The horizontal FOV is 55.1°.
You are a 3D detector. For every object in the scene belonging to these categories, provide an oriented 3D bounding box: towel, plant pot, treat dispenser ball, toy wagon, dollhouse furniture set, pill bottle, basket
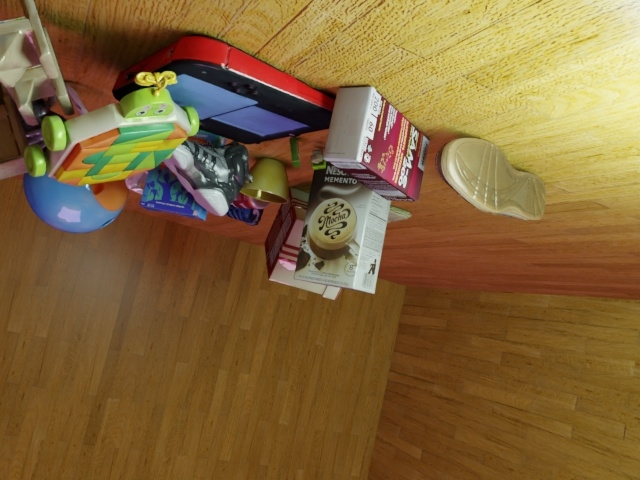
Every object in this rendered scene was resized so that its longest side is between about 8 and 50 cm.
[{"bbox_3d":[0.199,-0.083,1.885,0.110,0.027,0.148,17,171,-22],"label":"towel"},{"bbox_3d":[-0.138,-0.161,1.617,0.134,0.095,0.134,13,172,2],"label":"plant pot"},{"bbox_3d":[-0.706,-0.165,1.789,0.288,0.288,0.288,12,172,2],"label":"treat dispenser ball"},{"bbox_3d":[-0.343,-0.184,1.065,0.267,0.068,0.344,-16,175,-40],"label":"toy wagon"},{"bbox_3d":[0.011,-0.202,1.365,0.152,0.058,0.076,-7,162,5],"label":"dollhouse furniture set"},{"bbox_3d":[-0.232,-0.143,1.930,0.152,0.086,0.086,5,169,46],"label":"pill bottle"},{"bbox_3d":[-0.615,-0.274,0.985,0.362,0.256,0.394,-19,171,-15],"label":"dollhouse furniture set"},{"bbox_3d":[-0.439,-0.189,1.610,0.113,0.103,0.167,22,159,-8],"label":"basket"}]

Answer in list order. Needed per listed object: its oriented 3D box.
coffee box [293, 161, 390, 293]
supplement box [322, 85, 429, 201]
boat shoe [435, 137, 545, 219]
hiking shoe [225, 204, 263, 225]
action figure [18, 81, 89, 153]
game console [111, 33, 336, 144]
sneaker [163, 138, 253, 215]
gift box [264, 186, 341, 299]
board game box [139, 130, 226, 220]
[{"bbox_3d":[0.058,-0.037,1.454,0.168,0.297,0.119,7,173,31],"label":"coffee box"},{"bbox_3d":[0.107,-0.164,1.094,0.073,0.130,0.239,7,171,34],"label":"supplement box"},{"bbox_3d":[0.314,-0.110,1.205,0.342,0.123,0.123,12,174,-44],"label":"boat shoe"},{"bbox_3d":[-0.282,-0.114,2.105,0.132,0.113,0.304,15,172,-24],"label":"hiking shoe"},{"bbox_3d":[-0.706,-0.306,1.439,0.276,0.248,0.370,-28,-162,-14],"label":"action figure"},{"bbox_3d":[-0.175,-0.256,1.151,0.342,0.060,0.387,19,170,-36],"label":"game console"},{"bbox_3d":[-0.259,-0.195,1.376,0.101,0.153,0.268,14,145,52],"label":"sneaker"},{"bbox_3d":[0.000,0.000,1.850,0.258,0.276,0.255,18,-150,-19],"label":"gift box"},{"bbox_3d":[-0.332,-0.166,1.482,0.160,0.210,0.047,10,171,15],"label":"board game box"}]
